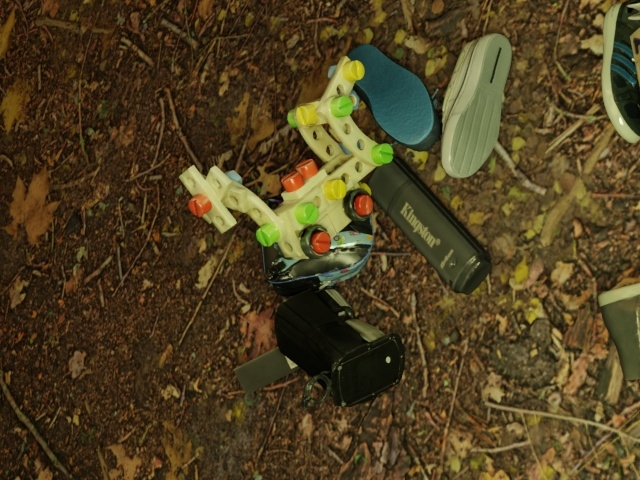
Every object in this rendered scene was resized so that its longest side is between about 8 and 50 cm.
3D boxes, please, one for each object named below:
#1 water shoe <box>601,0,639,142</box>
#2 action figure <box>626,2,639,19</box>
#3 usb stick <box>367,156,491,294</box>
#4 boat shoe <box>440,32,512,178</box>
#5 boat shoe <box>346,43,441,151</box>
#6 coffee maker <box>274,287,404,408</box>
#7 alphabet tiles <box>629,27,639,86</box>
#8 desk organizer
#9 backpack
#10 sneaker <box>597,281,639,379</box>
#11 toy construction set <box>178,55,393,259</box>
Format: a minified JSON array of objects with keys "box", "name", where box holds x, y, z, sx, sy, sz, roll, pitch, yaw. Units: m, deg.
[{"box":[0.415,-0.229,1.780,0.080,0.073,0.203,-14,65,36],"name":"water shoe"},{"box":[0.458,-0.398,1.761,0.185,0.099,0.285,-10,66,8],"name":"action figure"},{"box":[0.154,-0.026,1.988,0.077,0.045,0.278,-53,45,16],"name":"usb stick"},{"box":[0.216,-0.191,1.975,0.076,0.083,0.226,-3,61,56],"name":"boat shoe"},{"box":[0.124,-0.214,2.064,0.109,0.089,0.258,-35,44,9],"name":"boat shoe"},{"box":[0.007,0.153,1.978,0.178,0.171,0.120,35,117,48],"name":"coffee maker"},{"box":[0.435,-0.257,1.636,0.198,0.009,0.237,136,132,-61],"name":"alphabet tiles"},{"box":[-0.065,0.189,2.124,0.130,0.050,0.047,-28,89,18],"name":"desk organizer"},{"box":[0.000,0.000,2.083,0.173,0.117,0.158,-12,64,7],"name":"backpack"},{"box":[0.452,0.092,1.632,0.222,0.083,0.118,-20,80,32],"name":"sneaker"},{"box":[-0.031,-0.098,1.952,0.327,0.215,0.151,-35,21,-23],"name":"toy construction set"}]
